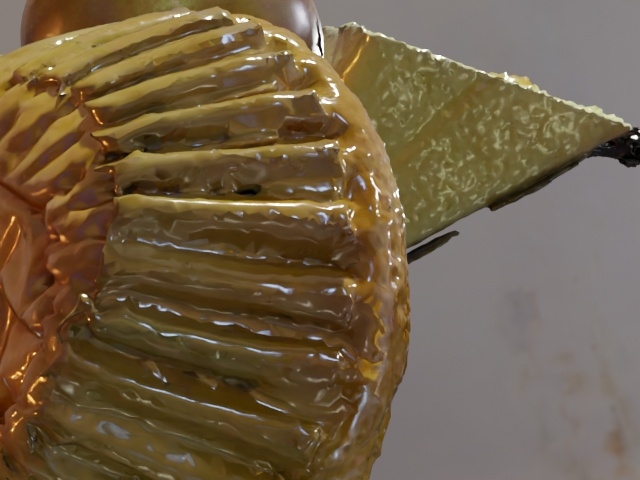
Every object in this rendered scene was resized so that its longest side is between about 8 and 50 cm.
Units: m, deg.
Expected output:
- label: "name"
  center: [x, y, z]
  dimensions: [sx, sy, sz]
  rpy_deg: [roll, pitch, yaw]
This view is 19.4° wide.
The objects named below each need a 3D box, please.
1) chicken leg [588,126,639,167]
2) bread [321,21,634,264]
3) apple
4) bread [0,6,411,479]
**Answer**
- label: "chicken leg"
  center: [0.163, -0.081, 1.635]
  dimensions: [0.253, 0.051, 0.106]
  rpy_deg: [2, 0, 26]
- label: "bread"
  center: [0.000, 0.000, 1.446]
  dimensions: [0.242, 0.346, 0.405]
  rpy_deg: [26, -78, -12]
- label: "apple"
  center: [-0.085, -0.102, 0.987]
  dimensions: [0.147, 0.163, 0.146]
  rpy_deg: [-35, -73, -21]
- label: "bread"
  center: [-0.072, 0.023, 0.666]
  dimensions: [0.139, 0.240, 0.240]
  rpy_deg: [17, -49, -40]
